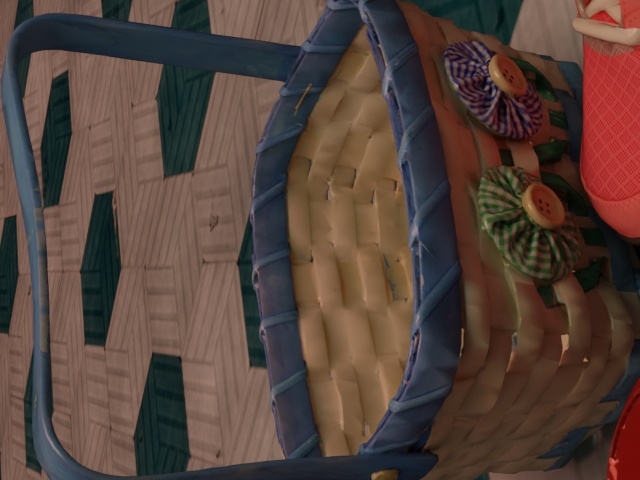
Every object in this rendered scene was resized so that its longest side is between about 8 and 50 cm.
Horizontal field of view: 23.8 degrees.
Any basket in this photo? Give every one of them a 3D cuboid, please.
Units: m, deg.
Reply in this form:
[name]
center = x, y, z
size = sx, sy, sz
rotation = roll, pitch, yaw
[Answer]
[basket]
center = 0.000, 0.000, 0.720
size = 0.201, 0.289, 0.254
rotation = 114, 148, -53

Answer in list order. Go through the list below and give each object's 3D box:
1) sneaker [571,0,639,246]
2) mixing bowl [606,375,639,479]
[sneaker]
center = 0.129, -0.155, 0.632
size = 0.116, 0.136, 0.313
rotation = -148, 64, -67
[mixing bowl]
center = 0.168, 0.091, 0.547
size = 0.181, 0.098, 0.181
rotation = -176, 90, -67
